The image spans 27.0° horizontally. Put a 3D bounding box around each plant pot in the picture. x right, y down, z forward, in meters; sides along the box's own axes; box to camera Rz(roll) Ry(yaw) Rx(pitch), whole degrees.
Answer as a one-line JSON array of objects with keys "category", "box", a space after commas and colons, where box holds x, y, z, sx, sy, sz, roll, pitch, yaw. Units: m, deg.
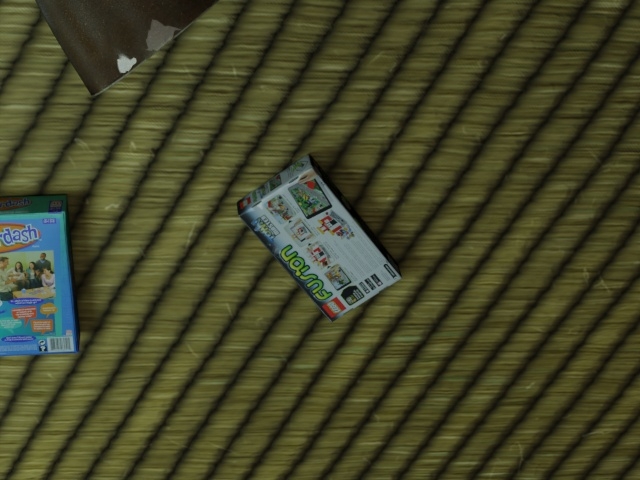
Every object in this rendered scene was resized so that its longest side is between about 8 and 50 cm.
[{"category": "plant pot", "box": [-0.228, -0.308, 1.390, 0.215, 0.215, 0.230, -35, 105, 14]}]

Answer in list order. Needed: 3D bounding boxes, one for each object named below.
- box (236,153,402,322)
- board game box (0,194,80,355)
[{"category": "box", "box": [0.000, 0.000, 1.685, 0.114, 0.036, 0.207, -32, 120, 12]}, {"category": "board game box", "box": [-0.387, 0.047, 1.657, 0.160, 0.047, 0.210, -2, 122, -6]}]
